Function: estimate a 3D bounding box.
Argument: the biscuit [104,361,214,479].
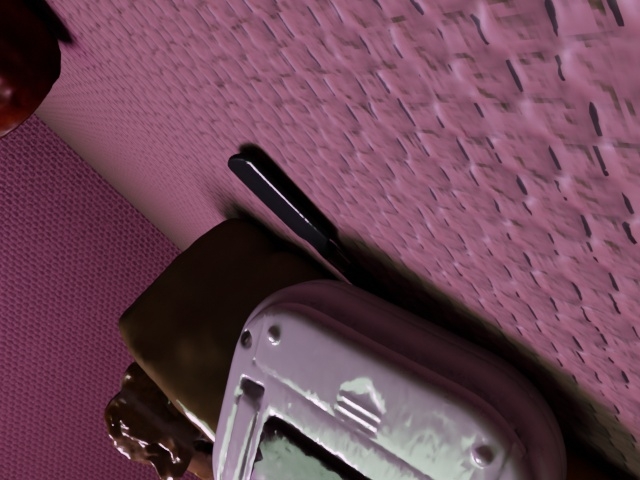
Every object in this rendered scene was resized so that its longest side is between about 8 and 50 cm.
[{"bbox_3d":[-0.112,0.305,0.748,0.366,0.115,0.268,41,174,10],"label":"biscuit"}]

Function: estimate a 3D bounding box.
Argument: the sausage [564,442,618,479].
[{"bbox_3d":[0.158,0.188,0.443,0.238,0.098,0.098,31,163,37],"label":"sausage"}]

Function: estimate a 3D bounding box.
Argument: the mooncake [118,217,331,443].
[{"bbox_3d":[-0.052,0.144,0.711,0.378,0.201,0.378,41,172,7],"label":"mooncake"}]

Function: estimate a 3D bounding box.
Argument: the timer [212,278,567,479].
[{"bbox_3d":[0.031,0.167,0.419,0.262,0.237,0.087,24,-162,29],"label":"timer"}]

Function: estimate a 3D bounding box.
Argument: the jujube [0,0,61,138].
[{"bbox_3d":[-0.399,-0.228,0.494,0.318,0.223,0.223,41,170,-36],"label":"jujube"}]

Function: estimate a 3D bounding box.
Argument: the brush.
[{"bbox_3d":[0.000,0.000,0.451,0.193,0.016,0.063,46,167,-18],"label":"brush"}]
